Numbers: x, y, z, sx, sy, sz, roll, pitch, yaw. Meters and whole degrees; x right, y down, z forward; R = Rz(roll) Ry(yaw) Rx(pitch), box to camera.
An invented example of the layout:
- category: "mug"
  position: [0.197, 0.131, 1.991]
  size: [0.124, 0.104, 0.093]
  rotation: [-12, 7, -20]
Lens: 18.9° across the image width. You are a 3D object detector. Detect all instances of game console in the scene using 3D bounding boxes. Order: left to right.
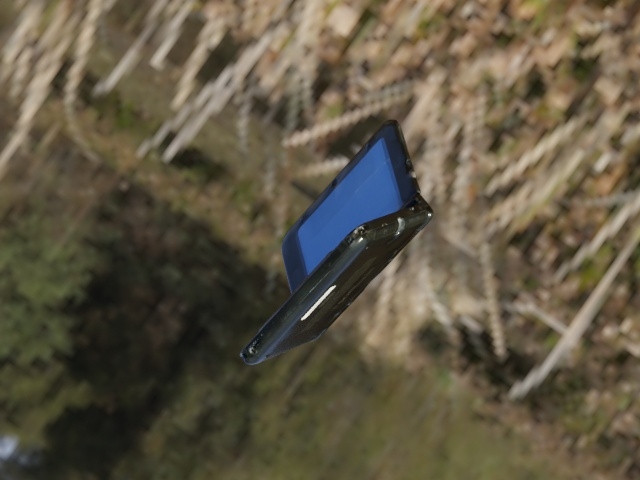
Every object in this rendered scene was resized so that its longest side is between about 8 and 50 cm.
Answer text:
- category: "game console"
  position: [0.000, 0.000, 1.091]
  size: [0.071, 0.122, 0.107]
  rotation: [51, -145, 14]
